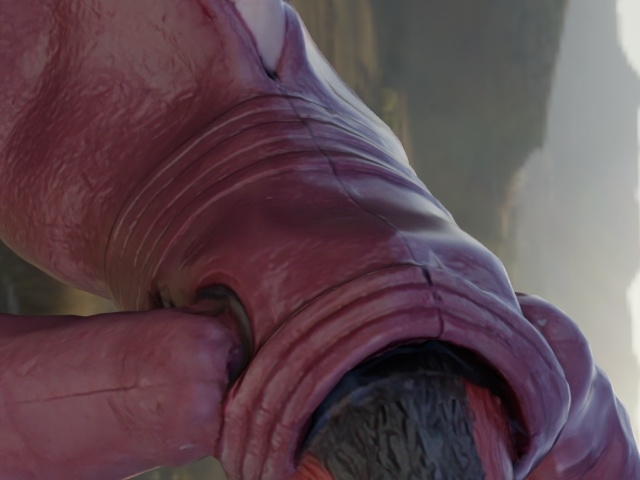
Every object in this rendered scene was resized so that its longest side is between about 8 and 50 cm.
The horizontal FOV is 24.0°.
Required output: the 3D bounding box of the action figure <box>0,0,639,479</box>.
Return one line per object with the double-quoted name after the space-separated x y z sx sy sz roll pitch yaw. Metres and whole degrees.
0.000 0.000 0.461 0.370 0.248 0.276 -130 -132 -54 "action figure"
